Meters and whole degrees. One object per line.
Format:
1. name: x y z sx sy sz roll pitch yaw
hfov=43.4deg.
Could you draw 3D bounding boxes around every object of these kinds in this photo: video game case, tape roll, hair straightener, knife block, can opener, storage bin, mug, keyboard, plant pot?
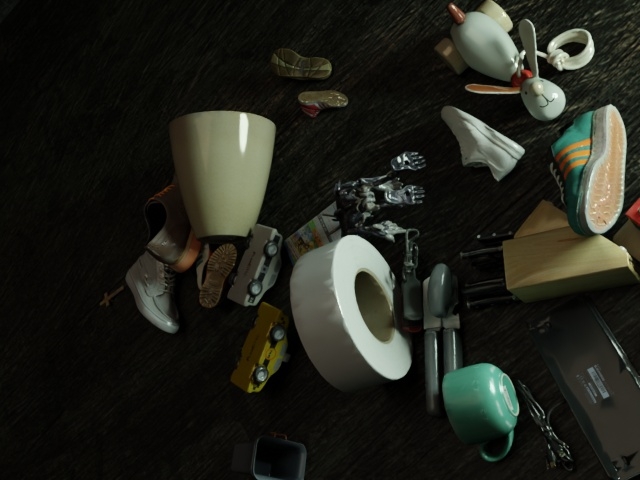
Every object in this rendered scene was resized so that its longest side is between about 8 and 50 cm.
1. video game case: 0.000 0.000 1.798 0.166 0.015 0.119 -37 53 18
2. tape roll: 0.064 0.138 1.511 0.100 0.286 0.286 -24 57 26
3. hair straightener: 0.183 0.061 1.577 0.047 0.089 0.230 6 52 4
4. knife block: 0.385 0.065 1.431 0.242 0.088 0.276 -53 49 5
5. can opener: 0.221 0.186 1.503 0.074 0.093 0.280 -12 68 32
6. storage bin: -0.109 0.435 1.609 0.091 0.135 0.098 -14 62 43
7. mug: 0.288 0.286 1.389 0.097 0.157 0.129 -22 34 25
8. keyboard: 0.431 0.259 1.345 0.201 0.033 0.317 -31 53 14
9. plant pot: -0.232 -0.136 1.905 0.256 0.256 0.274 -8 78 34

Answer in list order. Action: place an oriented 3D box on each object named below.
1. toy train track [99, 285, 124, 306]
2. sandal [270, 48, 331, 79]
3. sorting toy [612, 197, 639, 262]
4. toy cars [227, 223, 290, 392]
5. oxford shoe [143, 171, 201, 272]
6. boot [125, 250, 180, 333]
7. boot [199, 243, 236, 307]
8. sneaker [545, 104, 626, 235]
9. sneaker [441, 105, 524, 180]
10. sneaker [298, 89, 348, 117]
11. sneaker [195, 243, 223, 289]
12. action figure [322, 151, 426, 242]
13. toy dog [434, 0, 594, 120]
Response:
1. toy train track: -0.553 0.150 2.147 0.083 0.014 0.048 -36 45 11
2. sandal: -0.047 -0.431 2.014 0.180 0.049 0.072 16 85 26
3. sorting toy: 0.640 -0.034 1.283 0.257 0.089 0.255 -49 49 8
4. toy cars: -0.123 0.149 1.778 0.176 0.087 0.393 -34 48 35
5. oxford shoe: -0.359 -0.099 2.009 0.130 0.133 0.363 -36 39 35
6. boot: -0.396 0.110 1.990 0.123 0.095 0.258 -55 47 12
7. boot: -0.236 0.084 1.891 0.059 0.084 0.158 21 84 9
8. sneaker: 0.458 -0.113 1.417 0.121 0.108 0.302 -18 34 40
9. sneaker: 0.305 -0.197 1.624 0.212 0.080 0.094 44 110 39
10. sneaker: 0.008 -0.326 1.930 0.118 0.067 0.042 5 68 7
11. sneaker: -0.279 0.054 1.965 0.075 0.057 0.161 -21 58 47
12. action figure: 0.117 -0.073 1.669 0.276 0.141 0.164 -32 58 55
13. toy dog: 0.353 -0.382 1.610 0.334 0.161 0.220 28 88 41
